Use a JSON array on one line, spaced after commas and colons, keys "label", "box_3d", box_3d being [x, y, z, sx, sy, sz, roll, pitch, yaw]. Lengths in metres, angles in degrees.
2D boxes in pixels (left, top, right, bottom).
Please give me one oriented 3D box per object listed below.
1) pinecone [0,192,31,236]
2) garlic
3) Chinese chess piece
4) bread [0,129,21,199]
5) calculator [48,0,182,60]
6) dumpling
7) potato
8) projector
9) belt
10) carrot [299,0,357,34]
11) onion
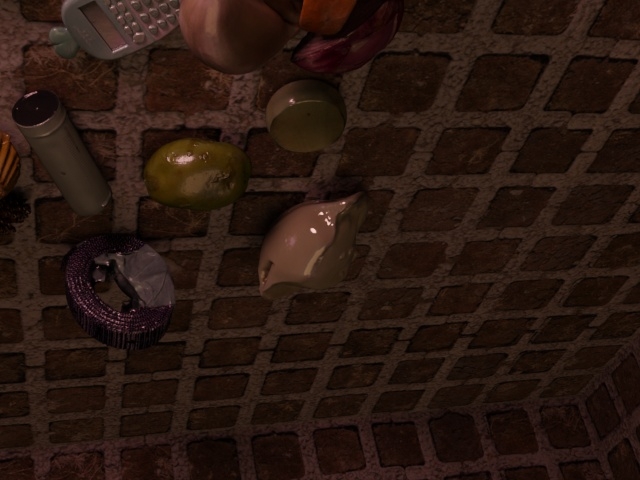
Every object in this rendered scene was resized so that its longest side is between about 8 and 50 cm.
[{"label": "pinecone", "box_3d": [-0.742, -0.065, 2.145, 0.109, 0.102, 0.102, -24, 145, 9]}, {"label": "garlic", "box_3d": [-0.150, -0.449, 1.635, 0.246, 0.231, 0.340, 14, 156, -3]}, {"label": "Chinese chess piece", "box_3d": [-0.033, -0.286, 2.086, 0.189, 0.083, 0.188, -6, 145, -4]}, {"label": "bread", "box_3d": [-0.776, -0.149, 1.974, 0.240, 0.139, 0.240, -6, 147, -4]}, {"label": "calculator", "box_3d": [-0.394, -0.440, 1.770, 0.295, 0.042, 0.184, -22, 145, 8]}, {"label": "dumpling", "box_3d": [0.000, 0.000, 2.453, 0.395, 0.233, 0.316, -53, 163, 26]}, {"label": "potato", "box_3d": [-0.287, -0.153, 2.127, 0.253, 0.148, 0.186, -14, 148, 0]}, {"label": "projector", "box_3d": [-0.567, -0.187, 2.020, 0.108, 0.108, 0.337, -14, 146, 1]}, {"label": "belt", "box_3d": [-0.508, 0.127, 2.312, 0.260, 0.325, 0.122, -24, 151, -31]}, {"label": "carrot", "box_3d": [0.029, -0.506, 1.640, 0.100, 0.258, 0.307, 18, 152, -9]}, {"label": "onion", "box_3d": [0.070, -0.395, 1.798, 0.250, 0.247, 0.111, -27, 112, 20]}]
